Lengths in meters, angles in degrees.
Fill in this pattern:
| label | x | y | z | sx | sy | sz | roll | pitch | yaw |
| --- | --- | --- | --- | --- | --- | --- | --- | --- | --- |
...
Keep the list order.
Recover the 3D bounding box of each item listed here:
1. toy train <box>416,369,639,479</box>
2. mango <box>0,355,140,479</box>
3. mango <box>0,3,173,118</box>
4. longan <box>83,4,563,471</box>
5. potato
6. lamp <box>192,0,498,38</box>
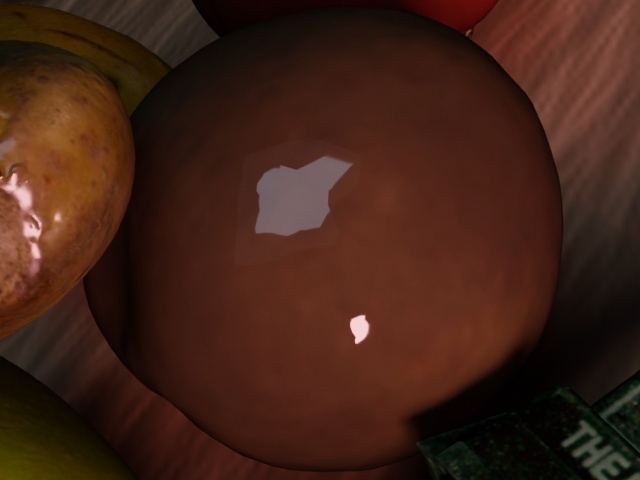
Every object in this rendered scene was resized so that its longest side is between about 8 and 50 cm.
| label | x | y | z | sx | sy | sz | roll | pitch | yaw |
| --- | --- | --- | --- | --- | --- | --- | --- | --- | --- |
| toy train | 0.180 | 0.155 | 0.417 | 0.178 | 0.138 | 0.330 | -33 | 46 | -12 |
| mango | -0.174 | 0.134 | 0.558 | 0.156 | 0.192 | 0.343 | -56 | 43 | 3 |
| mango | -0.170 | -0.083 | 0.777 | 0.262 | 0.167 | 0.130 | 36 | 108 | 52 |
| longan | 0.000 | 0.000 | 0.574 | 0.246 | 0.215 | 0.246 | -43 | 6 | 5 |
| potato | -0.157 | -0.019 | 0.532 | 0.149 | 0.113 | 0.251 | -56 | 16 | -16 |
| lamp | 0.017 | -0.206 | 0.758 | 0.227 | 0.227 | 0.227 | -13 | 47 | 14 |
